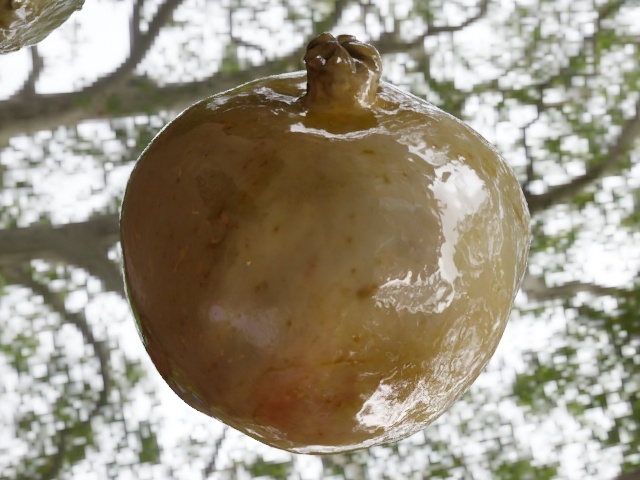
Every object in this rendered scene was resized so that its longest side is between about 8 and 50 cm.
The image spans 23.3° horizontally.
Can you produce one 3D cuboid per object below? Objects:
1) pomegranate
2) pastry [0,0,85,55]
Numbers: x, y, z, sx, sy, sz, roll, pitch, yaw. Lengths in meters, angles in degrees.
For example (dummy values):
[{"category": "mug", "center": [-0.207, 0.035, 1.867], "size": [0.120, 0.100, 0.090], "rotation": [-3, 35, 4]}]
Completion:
[{"category": "pomegranate", "center": [0.000, 0.000, 1.483], "size": [0.411, 0.411, 0.411], "rotation": [17, -70, 58]}, {"category": "pastry", "center": [-0.312, -0.280, 1.249], "size": [0.329, 0.136, 0.329], "rotation": [33, -27, 19]}]
